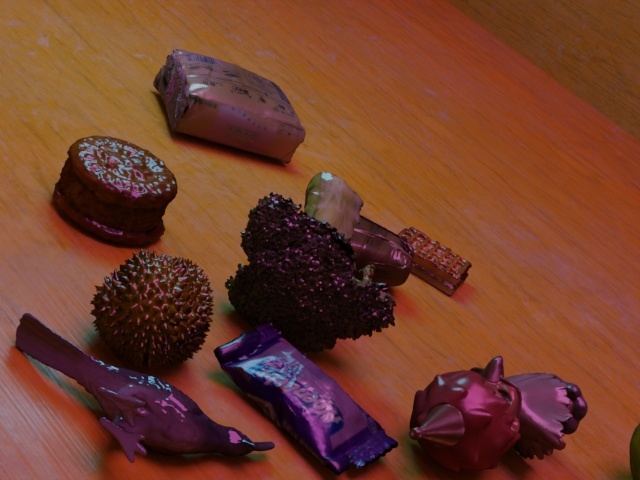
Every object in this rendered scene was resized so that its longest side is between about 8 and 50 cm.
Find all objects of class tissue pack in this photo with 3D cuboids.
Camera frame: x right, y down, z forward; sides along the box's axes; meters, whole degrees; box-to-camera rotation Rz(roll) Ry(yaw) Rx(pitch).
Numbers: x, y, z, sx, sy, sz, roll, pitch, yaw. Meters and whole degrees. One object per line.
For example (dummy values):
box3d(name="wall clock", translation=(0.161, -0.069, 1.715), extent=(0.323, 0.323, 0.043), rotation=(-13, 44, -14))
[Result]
box3d(name="tissue pack", translation=(-0.175, -0.265, 2.565), extent=(0.257, 0.123, 0.215), rotation=(13, 30, -27))

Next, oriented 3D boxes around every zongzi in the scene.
box3d(name="zongzi", translation=(0.056, 0.037, 2.235), extent=(0.194, 0.099, 0.197), rotation=(26, 35, 0))

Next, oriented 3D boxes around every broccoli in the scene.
box3d(name="broccoli", translation=(-0.023, -0.004, 2.049), extent=(0.252, 0.221, 0.361), rotation=(11, 32, -20))

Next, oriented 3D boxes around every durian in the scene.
box3d(name="durian", translation=(-0.215, 0.088, 1.792), extent=(0.159, 0.146, 0.198), rotation=(34, 28, 12))

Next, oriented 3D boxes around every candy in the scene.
box3d(name="candy", translation=(-0.024, 0.216, 1.827), extent=(0.275, 0.070, 0.145), rotation=(42, 35, 23))

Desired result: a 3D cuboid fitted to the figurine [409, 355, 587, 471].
box3d(name="figurine", translation=(0.234, 0.245, 1.911), extent=(0.387, 0.166, 0.207), rotation=(5, 15, -46))

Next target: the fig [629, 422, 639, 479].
box3d(name="fig", translation=(0.594, 0.353, 1.963), extent=(0.258, 0.258, 0.326), rotation=(14, 5, -26))

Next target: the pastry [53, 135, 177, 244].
box3d(name="pastry", translation=(-0.319, -0.080, 2.074), extent=(0.189, 0.103, 0.188), rotation=(22, 26, -11))

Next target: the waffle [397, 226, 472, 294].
box3d(name="waffle", translation=(0.200, 0.036, 2.434), extent=(0.148, 0.042, 0.102), rotation=(31, 26, 11))

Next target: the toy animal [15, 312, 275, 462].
box3d(name="toy animal", translation=(-0.227, 0.205, 1.619), extent=(0.367, 0.081, 0.206), rotation=(26, 6, -3))
